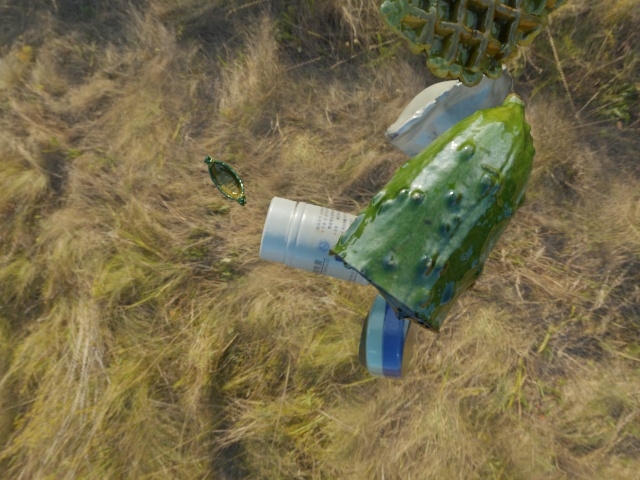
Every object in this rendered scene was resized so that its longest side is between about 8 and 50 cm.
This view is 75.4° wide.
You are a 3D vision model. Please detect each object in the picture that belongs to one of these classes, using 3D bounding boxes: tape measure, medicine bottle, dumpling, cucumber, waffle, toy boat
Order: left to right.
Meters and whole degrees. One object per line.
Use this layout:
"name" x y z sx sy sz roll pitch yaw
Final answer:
"toy boat" -0.334 -0.211 1.492 0.089 0.088 0.229 -42 83 2
"medicine bottle" 0.000 0.000 1.183 0.332 0.190 0.189 14 94 0
"tape measure" 0.219 0.303 1.314 0.138 0.259 0.262 9 66 22
"cucumber" 0.126 -0.040 0.403 0.134 0.134 0.244 35 90 12
"dumpling" 0.302 -0.263 0.900 0.260 0.341 0.181 -38 47 33
"waffle" 0.200 -0.368 0.553 0.301 0.058 0.281 32 88 -20
